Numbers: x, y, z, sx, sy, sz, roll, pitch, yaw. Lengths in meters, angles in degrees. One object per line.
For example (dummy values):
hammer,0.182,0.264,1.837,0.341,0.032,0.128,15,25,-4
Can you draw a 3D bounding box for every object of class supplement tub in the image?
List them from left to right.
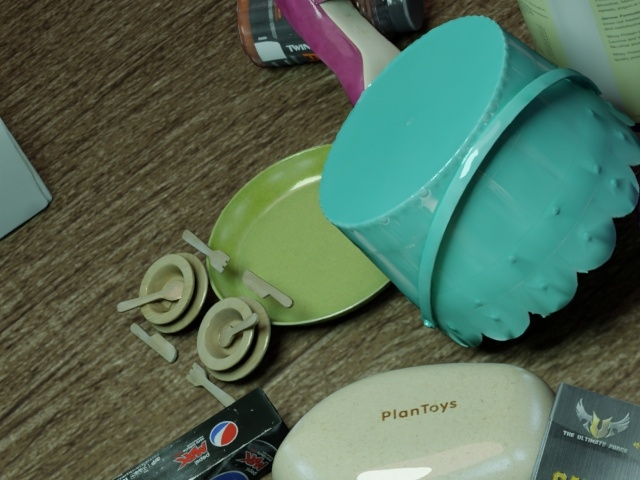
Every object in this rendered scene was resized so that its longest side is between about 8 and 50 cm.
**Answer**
supplement tub,0.012,-0.255,2.187,0.198,0.106,0.106,-6,48,22
supplement tub,0.302,-0.275,1.905,0.235,0.325,0.235,-14,46,14

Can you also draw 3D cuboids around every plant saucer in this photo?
plant saucer,0.000,0.000,2.009,0.241,0.037,0.241,-14,47,15

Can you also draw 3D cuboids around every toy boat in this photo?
toy boat,0.084,0.248,1.684,0.267,0.148,0.318,-7,40,14

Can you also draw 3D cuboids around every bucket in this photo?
bucket,0.145,-0.061,1.821,0.281,0.183,0.281,-39,29,27

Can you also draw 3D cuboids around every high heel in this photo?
high heel,0.025,-0.186,2.094,0.082,0.244,0.117,-24,0,-43

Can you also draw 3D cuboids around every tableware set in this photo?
tableware set,-0.125,0.073,1.966,0.194,0.039,0.128,33,95,43

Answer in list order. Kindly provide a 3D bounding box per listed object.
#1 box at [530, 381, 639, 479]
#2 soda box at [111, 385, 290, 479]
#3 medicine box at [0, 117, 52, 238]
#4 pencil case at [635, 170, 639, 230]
box,0.279,0.233,1.580,0.231,0.056,0.183,18,57,6
soda box,-0.108,0.214,1.853,0.169,0.053,0.060,-33,45,-4
medicine box,-0.499,-0.085,2.252,0.263,0.149,0.289,-36,44,-8
pencil case,0.420,-0.039,1.721,0.306,0.119,0.133,-4,51,50
